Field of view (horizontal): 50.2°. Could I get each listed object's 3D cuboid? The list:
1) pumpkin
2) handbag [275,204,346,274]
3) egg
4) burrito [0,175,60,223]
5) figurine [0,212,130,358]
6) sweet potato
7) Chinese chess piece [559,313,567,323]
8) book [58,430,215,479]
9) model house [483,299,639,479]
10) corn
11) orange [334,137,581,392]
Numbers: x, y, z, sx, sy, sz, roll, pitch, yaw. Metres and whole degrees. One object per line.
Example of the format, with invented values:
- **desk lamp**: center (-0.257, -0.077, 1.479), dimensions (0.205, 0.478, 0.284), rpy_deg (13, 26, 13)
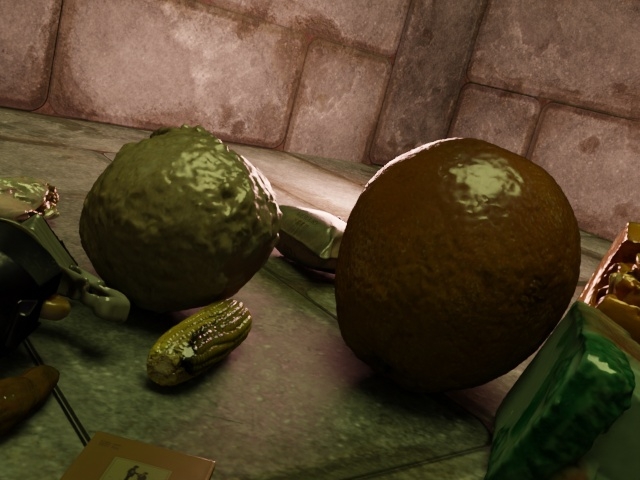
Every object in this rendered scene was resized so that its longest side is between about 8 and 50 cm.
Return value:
- **pumpkin**: center (0.476, 0.142, 0.976), dimensions (0.226, 0.256, 0.303), rpy_deg (30, 50, 18)
- **handbag**: center (0.000, 0.000, 1.388), dimensions (0.183, 0.117, 0.270), rpy_deg (15, 10, -38)
- **egg**: center (-0.201, -0.027, 0.970), dimensions (0.311, 0.279, 0.279), rpy_deg (5, 5, 38)
- **burrito**: center (-0.569, -0.051, 1.074), dimensions (0.117, 0.076, 0.392), rpy_deg (29, 20, 24)
- **figurine**: center (-0.375, 0.043, 0.765), dimensions (0.309, 0.143, 0.308), rpy_deg (-4, 11, 1)
- **sweet potato**: center (-0.291, 0.148, 0.619), dimensions (0.053, 0.054, 0.182), rpy_deg (28, 14, 14)
- **Chinese chess piece**: center (0.533, 0.197, 1.200), dimensions (0.238, 0.092, 0.238), rpy_deg (15, 13, -4)
- **book**: center (-0.162, 0.217, 0.562), dimensions (0.118, 0.012, 0.172), rpy_deg (15, 14, 2)
- **model house**: center (0.371, 0.248, 0.740), dimensions (0.325, 0.194, 0.267), rpy_deg (32, 15, 12)
- **corn**: center (-0.144, 0.122, 0.842), dimensions (0.072, 0.071, 0.203), rpy_deg (18, 15, 13)
- **orange**: center (0.180, 0.035, 0.952), dimensions (0.322, 0.357, 0.322), rpy_deg (34, -11, 8)
